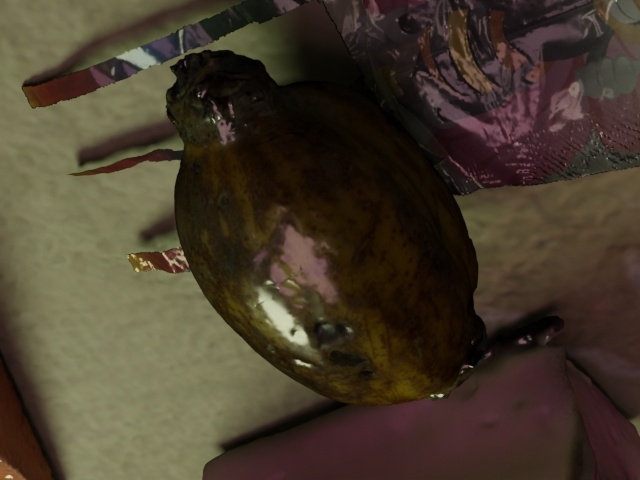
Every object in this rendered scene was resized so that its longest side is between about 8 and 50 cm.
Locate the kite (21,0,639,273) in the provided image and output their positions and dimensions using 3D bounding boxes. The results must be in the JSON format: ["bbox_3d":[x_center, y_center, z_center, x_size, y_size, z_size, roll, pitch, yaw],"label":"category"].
[{"bbox_3d":[0.039,-0.073,0.544,0.361,0.022,0.204,-19,123,18],"label":"kite"}]

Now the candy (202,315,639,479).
[{"bbox_3d":[0.049,0.169,0.646,0.265,0.155,0.116,-25,125,23],"label":"candy"}]

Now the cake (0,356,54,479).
[{"bbox_3d":[-0.240,0.111,0.675,0.109,0.090,0.225,-7,128,6],"label":"cake"}]

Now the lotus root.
[{"bbox_3d":[0.000,0.000,0.516,0.120,0.120,0.209,-28,120,24],"label":"lotus root"}]
